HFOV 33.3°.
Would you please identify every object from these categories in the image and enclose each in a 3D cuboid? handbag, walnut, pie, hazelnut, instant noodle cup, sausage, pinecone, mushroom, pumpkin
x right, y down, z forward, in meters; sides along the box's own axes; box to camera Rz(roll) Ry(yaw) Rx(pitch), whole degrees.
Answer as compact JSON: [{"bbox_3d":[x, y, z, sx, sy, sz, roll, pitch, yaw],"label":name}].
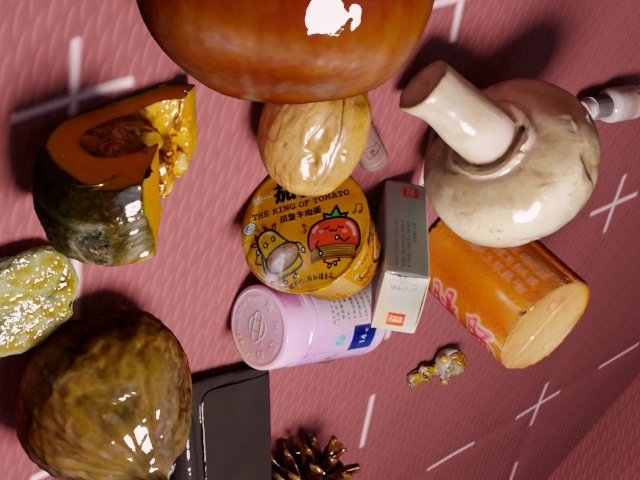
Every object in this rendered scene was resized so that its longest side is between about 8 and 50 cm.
[{"bbox_3d":[-0.185,0.354,1.934,0.223,0.080,0.247,-11,105,-45],"label":"handbag"},{"bbox_3d":[-0.010,-0.164,1.592,0.165,0.165,0.197,-14,136,-39],"label":"walnut"},{"bbox_3d":[-0.423,0.084,1.495,0.186,0.041,0.187,-28,140,-26],"label":"pie"},{"bbox_3d":[-0.039,-0.329,1.255,0.365,0.366,0.366,-28,141,-25],"label":"hazelnut"},{"bbox_3d":[0.000,0.000,1.734,0.216,0.216,0.172,-48,155,1],"label":"instant noodle cup"},{"bbox_3d":[0.352,0.081,2.109,0.233,0.287,0.233,-25,142,-22],"label":"sausage"},{"bbox_3d":[-0.023,0.514,2.165,0.264,0.264,0.264,-28,141,-25],"label":"pinecone"},{"bbox_3d":[0.295,-0.145,1.847,0.315,0.355,0.315,18,90,-85],"label":"mushroom"},{"bbox_3d":[-0.234,-0.086,1.399,0.280,0.190,0.139,-26,139,-29],"label":"pumpkin"}]

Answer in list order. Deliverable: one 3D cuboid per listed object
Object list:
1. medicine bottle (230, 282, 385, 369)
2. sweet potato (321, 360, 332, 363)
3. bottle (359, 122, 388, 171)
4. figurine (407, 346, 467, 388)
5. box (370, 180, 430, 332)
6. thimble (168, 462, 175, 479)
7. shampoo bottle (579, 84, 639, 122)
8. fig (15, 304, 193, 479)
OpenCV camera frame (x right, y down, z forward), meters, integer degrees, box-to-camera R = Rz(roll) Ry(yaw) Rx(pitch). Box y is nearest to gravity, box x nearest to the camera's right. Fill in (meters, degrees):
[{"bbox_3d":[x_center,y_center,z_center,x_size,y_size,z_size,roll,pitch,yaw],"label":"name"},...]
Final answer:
[{"bbox_3d":[-0.018,0.142,1.887,0.254,0.152,0.152,-4,127,-45],"label":"medicine bottle"},{"bbox_3d":[-0.018,0.198,2.029,0.202,0.058,0.055,29,80,-54],"label":"sweet potato"},{"bbox_3d":[0.070,-0.167,1.764,0.053,0.053,0.140,-44,146,-5],"label":"bottle"},{"bbox_3d":[0.265,0.294,2.427,0.143,0.068,0.101,-37,142,7],"label":"figurine"},{"bbox_3d":[0.137,0.022,1.858,0.079,0.269,0.135,9,128,-4],"label":"box"},{"bbox_3d":[-0.337,0.391,1.815,0.151,0.127,0.118,-48,147,-8],"label":"thimble"},{"bbox_3d":[0.591,-0.277,2.197,0.192,0.074,0.074,-13,133,-37],"label":"shampoo bottle"},{"bbox_3d":[-0.273,0.293,1.591,0.286,0.369,0.286,-33,154,-19],"label":"fig"}]
